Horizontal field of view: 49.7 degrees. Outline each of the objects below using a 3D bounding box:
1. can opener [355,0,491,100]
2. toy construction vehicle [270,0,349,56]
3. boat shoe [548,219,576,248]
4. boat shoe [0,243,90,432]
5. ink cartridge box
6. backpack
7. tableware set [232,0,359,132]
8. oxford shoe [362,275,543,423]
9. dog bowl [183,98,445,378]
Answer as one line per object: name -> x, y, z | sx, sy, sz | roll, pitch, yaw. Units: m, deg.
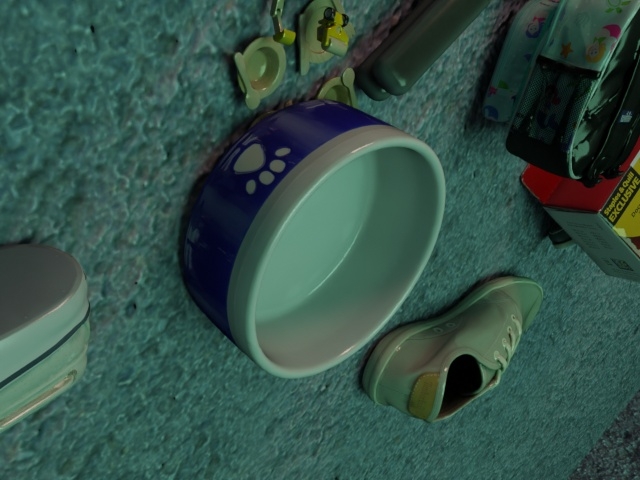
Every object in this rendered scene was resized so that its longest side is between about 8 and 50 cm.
can opener -> 0.132, -0.263, 0.725 | 0.093, 0.074, 0.280 | 42, 76, -18
toy construction vehicle -> -0.007, -0.213, 0.600 | 0.086, 0.035, 0.098 | -1, 93, -48
boat shoe -> 0.508, -0.125, 1.260 | 0.099, 0.116, 0.319 | 42, 86, -10
boat shoe -> -0.305, 0.143, 0.432 | 0.367, 0.136, 0.156 | -36, 142, -44
ink cartridge box -> 0.518, -0.130, 1.121 | 0.272, 0.130, 0.309 | 39, 81, -24
backpack -> 0.343, -0.224, 0.885 | 0.225, 0.191, 0.253 | -14, 131, -48
tableware set -> -0.021, -0.144, 0.651 | 0.169, 0.020, 0.141 | -39, 139, -26
oxford shoe -> 0.250, 0.173, 1.104 | 0.449, 0.130, 0.169 | -16, 124, -45
dog bowl -> 0.000, 0.000, 0.686 | 0.265, 0.104, 0.264 | -31, 139, -31
